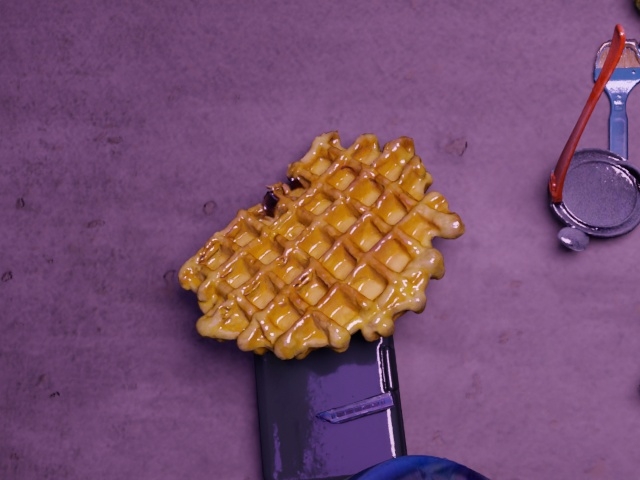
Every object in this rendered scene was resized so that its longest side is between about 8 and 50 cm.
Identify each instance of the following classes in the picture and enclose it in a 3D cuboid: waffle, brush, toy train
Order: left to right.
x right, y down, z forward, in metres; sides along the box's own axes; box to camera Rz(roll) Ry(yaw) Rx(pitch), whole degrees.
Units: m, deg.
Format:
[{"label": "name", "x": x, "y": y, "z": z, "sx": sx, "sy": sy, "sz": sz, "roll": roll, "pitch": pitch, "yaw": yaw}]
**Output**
[{"label": "waffle", "x": 0.000, "y": 0.001, "z": 0.987, "sx": 0.309, "sy": 0.065, "sz": 0.283, "roll": -7, "pitch": 55, "yaw": 11}, {"label": "toy train", "x": 0.035, "y": 0.174, "z": 0.948, "sx": 0.083, "sy": 0.017, "sz": 0.017, "roll": -18, "pitch": 82, "yaw": 10}, {"label": "brush", "x": 0.320, "y": -0.137, "z": 0.990, "sx": 0.051, "sy": 0.014, "sz": 0.164, "roll": 0, "pitch": 79, "yaw": 17}]

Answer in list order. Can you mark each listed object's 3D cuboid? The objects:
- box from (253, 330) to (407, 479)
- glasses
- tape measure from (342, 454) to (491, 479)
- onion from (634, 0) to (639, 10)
[{"label": "box", "x": 0.005, "y": 0.149, "z": 0.998, "sx": 0.160, "sy": 0.050, "sz": 0.230, "roll": -9, "pitch": 75, "yaw": 14}, {"label": "glasses", "x": 0.336, "y": -0.092, "z": 0.845, "sx": 0.234, "sy": 0.268, "sz": 0.118, "roll": -6, "pitch": 68, "yaw": 6}, {"label": "tape measure", "x": 0.082, "y": 0.336, "z": 0.837, "sx": 0.259, "sy": 0.138, "sz": 0.262, "roll": -27, "pitch": 73, "yaw": -34}, {"label": "onion", "x": 0.381, "y": -0.272, "z": 0.954, "sx": 0.118, "sy": 0.118, "sz": 0.117, "roll": -39, "pitch": 67, "yaw": 5}]
